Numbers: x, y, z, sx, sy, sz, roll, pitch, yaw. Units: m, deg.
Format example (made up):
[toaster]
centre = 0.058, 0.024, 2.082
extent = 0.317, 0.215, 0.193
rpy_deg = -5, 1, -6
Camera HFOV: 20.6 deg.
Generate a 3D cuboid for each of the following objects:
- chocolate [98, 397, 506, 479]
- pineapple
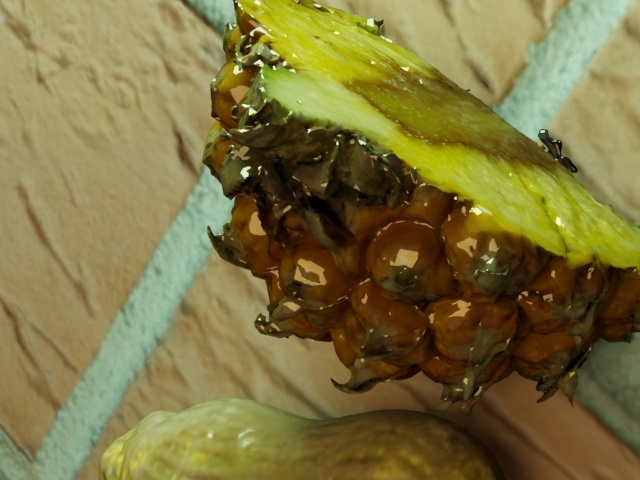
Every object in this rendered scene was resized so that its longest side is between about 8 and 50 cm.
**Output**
[chocolate]
centre = -0.015, 0.174, 1.176
extent = 0.309, 0.134, 0.134
rpy_deg = 1, 92, 33
[pineapple]
centre = -0.002, 0.000, 1.063
extent = 0.344, 0.286, 0.209
rpy_deg = 41, 114, 28
